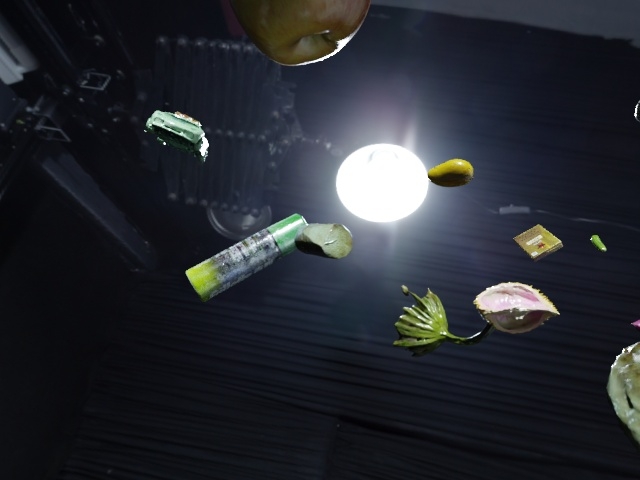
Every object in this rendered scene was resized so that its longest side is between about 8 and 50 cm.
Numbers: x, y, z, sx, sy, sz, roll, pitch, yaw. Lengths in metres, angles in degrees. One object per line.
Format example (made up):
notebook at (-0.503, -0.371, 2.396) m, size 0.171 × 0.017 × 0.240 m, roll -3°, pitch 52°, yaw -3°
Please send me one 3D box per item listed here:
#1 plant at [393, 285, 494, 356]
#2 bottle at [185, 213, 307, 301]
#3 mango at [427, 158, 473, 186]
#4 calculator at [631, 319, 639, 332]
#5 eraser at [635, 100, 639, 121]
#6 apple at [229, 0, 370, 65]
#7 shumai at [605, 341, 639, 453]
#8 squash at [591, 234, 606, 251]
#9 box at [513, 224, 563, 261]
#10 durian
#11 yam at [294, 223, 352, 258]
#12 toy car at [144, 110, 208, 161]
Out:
plant at (0.385, 0.304, 1.439) m, size 0.333 × 0.180 × 0.251 m, roll -159°, pitch 81°, yaw -67°
bottle at (-0.182, 0.040, 1.134) m, size 0.329 × 0.093 × 0.093 m, roll -30°, pitch -28°, yaw -15°
mango at (0.471, -0.242, 1.575) m, size 0.076 × 0.160 × 0.103 m, roll -69°, pitch -33°, yaw -47°
calculator at (1.069, 0.303, 1.319) m, size 0.190 × 0.126 × 0.034 m, roll 51°, pitch 143°, yaw 47°
eraser at (0.876, -0.304, 1.049) m, size 0.089 × 0.351 × 0.061 m, roll 57°, pitch 144°, yaw 35°
apple at (-0.052, -0.640, 1.082) m, size 0.391 × 0.390 × 0.347 m, roll -5°, pitch -92°, yaw -81°
shumai at (0.655, 0.194, 0.593) m, size 0.324 × 0.397 × 0.324 m, roll -40°, pitch -43°, yaw -47°
squash at (0.922, 0.010, 1.437) m, size 0.089 × 0.027 × 0.027 m, roll -68°, pitch -15°, yaw -58°
box at (0.662, 0.006, 1.324) m, size 0.023 × 0.090 × 0.133 m, roll 51°, pitch -167°, yaw -21°
durian at (0.561, 0.195, 1.258) m, size 0.165 × 0.182 × 0.132 m, roll 59°, pitch -170°, yaw 15°
yam at (0.000, 0.000, 0.837) m, size 0.169 × 0.068 × 0.069 m, roll -177°, pitch 98°, yaw -71°
toy car at (-0.228, -0.178, 0.721) m, size 0.058 × 0.093 × 0.186 m, roll -67°, pitch 12°, yaw -2°
